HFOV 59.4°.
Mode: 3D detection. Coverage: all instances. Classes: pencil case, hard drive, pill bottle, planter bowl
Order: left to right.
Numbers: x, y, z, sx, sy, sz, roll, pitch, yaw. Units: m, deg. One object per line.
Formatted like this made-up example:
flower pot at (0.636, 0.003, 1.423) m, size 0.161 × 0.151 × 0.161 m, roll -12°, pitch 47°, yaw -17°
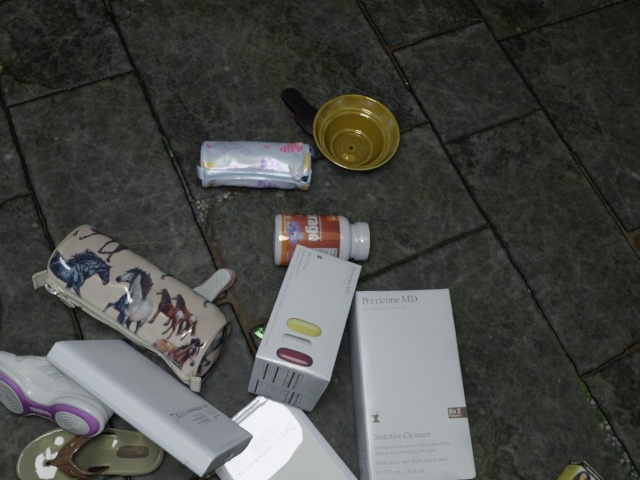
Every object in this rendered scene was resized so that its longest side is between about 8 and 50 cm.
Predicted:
pencil case at (-0.377, 0.141, 1.174) m, size 0.410 × 0.160 × 0.183 m, roll 32°, pitch 53°, yaw 5°
hard drive at (-0.310, 0.301, 1.060) m, size 0.353 × 0.233 × 0.047 m, roll 31°, pitch 87°, yaw 14°
pencil case at (-0.154, -0.177, 1.349) m, size 0.273 × 0.113 × 0.124 m, roll 2°, pitch 47°, yaw -5°
hard drive at (-0.069, 0.480, 1.149) m, size 0.210 × 0.040 × 0.318 m, roll -37°, pitch 78°, yaw -18°
pill bottle at (0.000, 0.000, 1.298) m, size 0.216 × 0.121 × 0.121 m, roll 1°, pitch 69°, yaw -7°
planter bowl at (0.084, -0.253, 1.422) m, size 0.217 × 0.090 × 0.217 m, roll 3°, pitch 68°, yaw -6°

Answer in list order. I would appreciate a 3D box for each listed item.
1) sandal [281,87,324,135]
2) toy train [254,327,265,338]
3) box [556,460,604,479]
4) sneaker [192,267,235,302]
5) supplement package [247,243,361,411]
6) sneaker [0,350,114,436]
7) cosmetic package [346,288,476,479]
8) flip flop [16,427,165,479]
sandal at (-0.046, -0.332, 1.469) m, size 0.067 × 0.040 × 0.179 m, roll -22°, pitch 59°, yaw -20°
toy train at (-0.112, 0.226, 1.254) m, size 0.083 × 0.017 × 0.023 m, roll 38°, pitch 79°, yaw 8°
box at (0.505, 0.578, 1.175) m, size 0.232 × 0.058 × 0.087 m, roll -40°, pitch 80°, yaw -19°
sneaker at (-0.245, 0.110, 1.270) m, size 0.134 × 0.070 × 0.051 m, roll -40°, pitch 87°, yaw 11°
supplement package at (-0.033, 0.181, 1.155) m, size 0.145 × 0.204 × 0.261 m, roll 18°, pitch 56°, yaw -1°
sneaker at (-0.538, 0.290, 1.144) m, size 0.305 × 0.114 × 0.152 m, roll 19°, pitch 34°, yaw 11°
cosmetic package at (0.178, 0.304, 1.187) m, size 0.217 × 0.156 × 0.384 m, roll -3°, pitch 71°, yaw -6°
flip flop at (-0.450, 0.422, 1.102) m, size 0.277 × 0.080 × 0.112 m, roll 2°, pitch 69°, yaw -7°
